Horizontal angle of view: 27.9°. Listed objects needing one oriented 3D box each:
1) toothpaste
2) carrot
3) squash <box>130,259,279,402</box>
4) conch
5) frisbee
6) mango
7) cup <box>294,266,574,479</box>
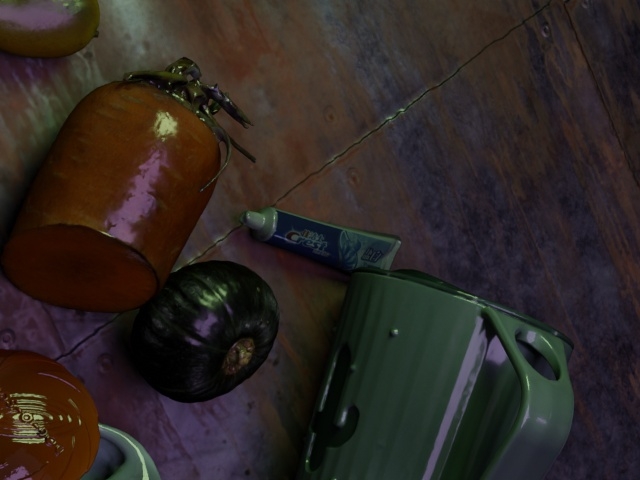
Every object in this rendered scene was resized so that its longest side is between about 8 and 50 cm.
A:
[{"bbox_3d":[0.000,0.001,1.751,0.268,0.047,0.069,17,68,-38],"label":"toothpaste"},{"bbox_3d":[-0.217,-0.079,1.495,0.193,0.214,0.331,37,66,-31],"label":"carrot"},{"bbox_3d":[-0.141,0.108,1.575,0.193,0.156,0.193,-18,140,-16],"label":"squash"},{"bbox_3d":[-0.296,0.305,1.489,0.221,0.121,0.185,-16,93,-34],"label":"conch"},{"bbox_3d":[-0.339,0.203,1.454,0.192,0.035,0.192,16,49,-19],"label":"frisbee"},{"bbox_3d":[-0.335,-0.263,1.489,0.161,0.076,0.103,-4,97,-32],"label":"mango"},{"bbox_3d":[0.133,0.241,1.651,0.310,0.401,0.392,19,82,5],"label":"cup"}]
